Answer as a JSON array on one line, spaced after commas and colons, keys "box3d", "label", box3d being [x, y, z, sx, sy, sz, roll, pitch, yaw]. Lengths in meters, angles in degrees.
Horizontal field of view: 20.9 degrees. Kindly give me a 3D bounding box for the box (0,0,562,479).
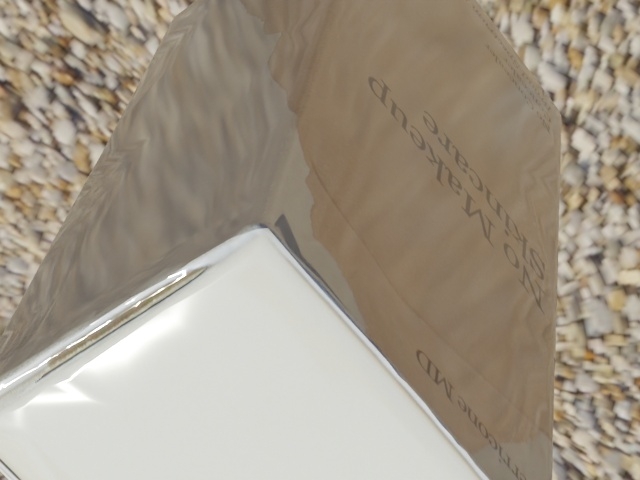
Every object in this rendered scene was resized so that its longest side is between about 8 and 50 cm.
[{"box3d": [0.000, 0.000, 0.630, 0.121, 0.311, 0.148, -32, 111, 23], "label": "box"}]
